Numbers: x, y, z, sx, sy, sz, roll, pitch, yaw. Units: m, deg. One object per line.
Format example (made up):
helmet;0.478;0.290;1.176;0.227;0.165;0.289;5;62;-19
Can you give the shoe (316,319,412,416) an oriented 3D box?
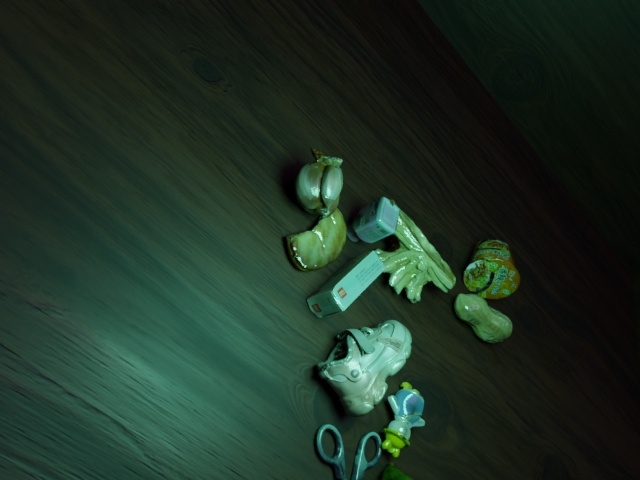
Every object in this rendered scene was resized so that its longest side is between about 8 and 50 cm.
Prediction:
shoe;0.141;0.347;1.405;0.198;0.171;0.351;48;47;-9

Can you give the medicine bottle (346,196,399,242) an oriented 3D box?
medicine bottle;0.178;-0.061;1.596;0.094;0.188;0.119;34;54;-24

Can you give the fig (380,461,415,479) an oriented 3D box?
fig;0.221;0.761;1.308;0.195;0.195;0.245;19;27;-33

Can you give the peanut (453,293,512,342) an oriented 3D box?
peanut;0.668;0.320;1.882;0.313;0.149;0.149;40;51;-20

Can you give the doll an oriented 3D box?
doll;0.265;0.571;1.463;0.241;0.098;0.135;-54;131;-38

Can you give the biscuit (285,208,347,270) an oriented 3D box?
biscuit;0.003;0.003;1.523;0.299;0.045;0.154;-34;94;-44

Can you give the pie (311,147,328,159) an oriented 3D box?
pie;0.033;-0.257;1.668;0.088;0.033;0.191;-13;80;-46

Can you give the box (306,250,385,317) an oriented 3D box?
box;0.087;0.140;1.472;0.269;0.135;0.079;-38;97;-42

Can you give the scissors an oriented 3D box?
scissors;0.082;0.733;1.285;0.255;0.029;0.384;22;57;-34

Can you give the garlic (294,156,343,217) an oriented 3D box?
garlic;-0.009;-0.175;1.519;0.160;0.214;0.191;16;85;-3

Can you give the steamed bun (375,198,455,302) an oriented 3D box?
steamed bun;0.331;0.081;1.695;0.428;0.189;0.247;47;19;-19

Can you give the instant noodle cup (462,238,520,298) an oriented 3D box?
instant noodle cup;0.748;0.112;1.989;0.230;0.230;0.182;46;41;-15
